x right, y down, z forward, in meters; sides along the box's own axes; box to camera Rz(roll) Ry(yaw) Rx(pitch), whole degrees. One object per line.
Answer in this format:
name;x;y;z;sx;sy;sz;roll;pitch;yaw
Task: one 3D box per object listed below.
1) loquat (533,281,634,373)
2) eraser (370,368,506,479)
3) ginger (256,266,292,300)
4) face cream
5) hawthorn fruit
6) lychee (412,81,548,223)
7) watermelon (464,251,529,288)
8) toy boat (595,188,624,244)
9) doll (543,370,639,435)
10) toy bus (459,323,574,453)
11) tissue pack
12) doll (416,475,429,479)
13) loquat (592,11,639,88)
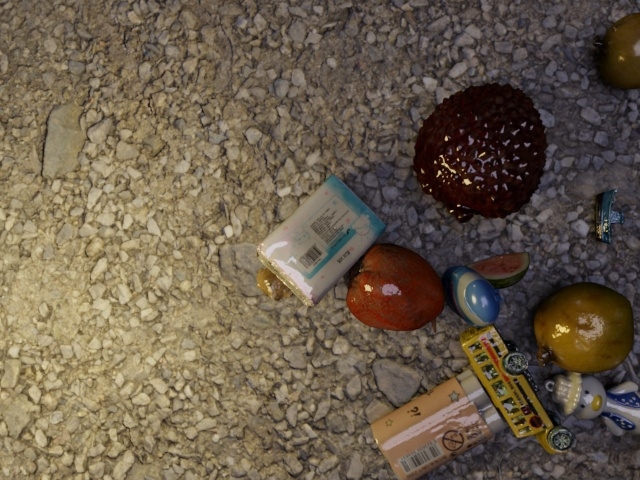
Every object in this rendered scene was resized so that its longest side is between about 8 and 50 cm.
loquat;0.591;0.211;1.112;0.246;0.213;0.213;-31;87;-13
eraser;0.292;0.466;1.187;0.291;0.087;0.171;-32;89;5
ginger;-0.118;0.075;1.239;0.096;0.067;0.165;-3;74;9
face cream;0.345;0.130;1.103;0.083;0.264;0.149;-24;87;2
hawthorn fruit;0.196;0.130;1.156;0.262;0.210;0.210;32;91;-13
lychee;0.362;-0.196;1.095;0.306;0.306;0.330;23;87;4
watermelon;0.456;0.090;1.210;0.163;0.087;0.069;-12;125;6
toy boat;0.713;-0.059;1.185;0.061;0.060;0.137;1;82;23
doll;0.681;0.387;1.149;0.293;0.119;0.138;17;99;4
toy bus;0.469;0.356;1.165;0.123;0.121;0.335;-30;87;12
tissue pack;0.002;0.002;1.173;0.201;0.124;0.271;43;75;7
doll;0.245;0.694;1.201;0.160;0.059;0.161;-36;87;2
loquat;0.761;-0.448;1.148;0.205;0.149;0.172;13;85;-7
